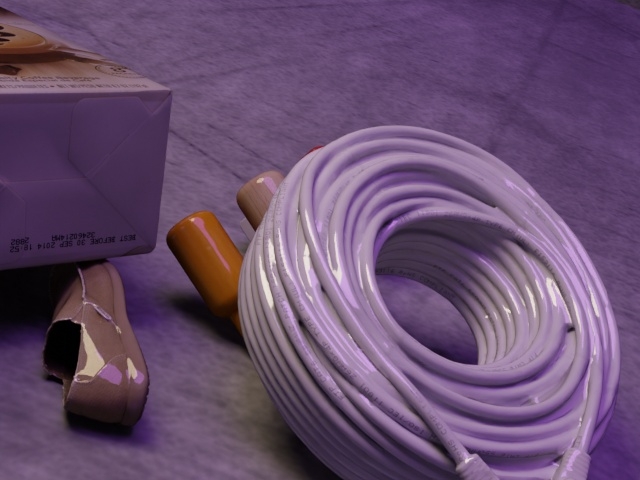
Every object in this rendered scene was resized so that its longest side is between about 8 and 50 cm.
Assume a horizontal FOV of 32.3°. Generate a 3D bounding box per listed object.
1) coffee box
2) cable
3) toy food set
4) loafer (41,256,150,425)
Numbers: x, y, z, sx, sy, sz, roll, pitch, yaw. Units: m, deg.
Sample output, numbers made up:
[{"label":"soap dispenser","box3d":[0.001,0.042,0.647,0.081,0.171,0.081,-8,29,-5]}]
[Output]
[{"label":"coffee box","box3d":[-0.255,-0.088,0.766,0.168,0.118,0.297,-7,25,-40]},{"label":"cable","box3d":[0.075,0.046,0.706,0.257,0.089,0.257,41,45,5]},{"label":"toy food set","box3d":[0.000,0.000,0.839,0.104,0.111,0.232,57,26,9]},{"label":"loafer","box3d":[-0.147,0.055,0.684,0.050,0.056,0.148,8,28,-33]}]
